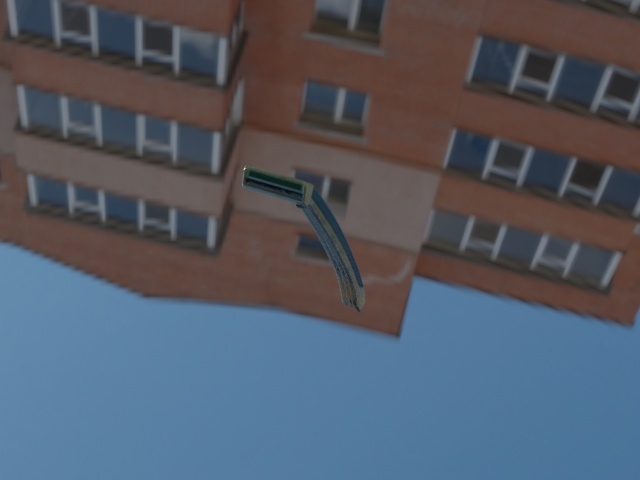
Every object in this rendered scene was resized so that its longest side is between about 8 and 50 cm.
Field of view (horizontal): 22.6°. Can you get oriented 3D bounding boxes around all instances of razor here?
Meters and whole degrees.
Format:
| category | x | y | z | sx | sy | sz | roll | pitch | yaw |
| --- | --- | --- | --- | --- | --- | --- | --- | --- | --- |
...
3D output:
| category | x | y | z | sx | sy | sz | roll | pitch | yaw |
| --- | --- | --- | --- | --- | --- | --- | --- | --- | --- |
| razor | 0.002 | -0.003 | 1.346 | 0.068 | 0.191 | 0.037 | 18 | -113 | 35 |
